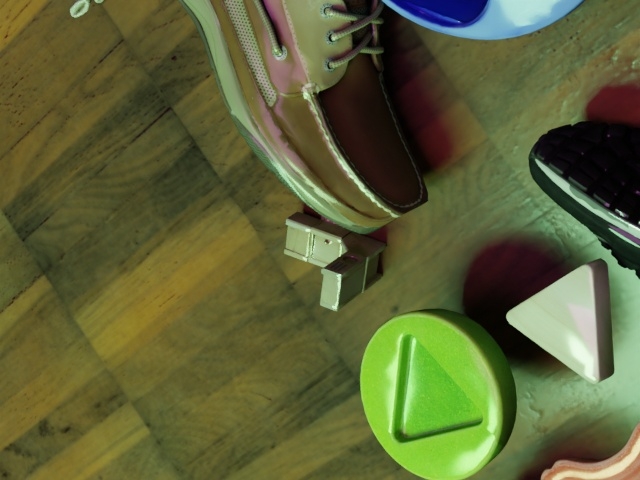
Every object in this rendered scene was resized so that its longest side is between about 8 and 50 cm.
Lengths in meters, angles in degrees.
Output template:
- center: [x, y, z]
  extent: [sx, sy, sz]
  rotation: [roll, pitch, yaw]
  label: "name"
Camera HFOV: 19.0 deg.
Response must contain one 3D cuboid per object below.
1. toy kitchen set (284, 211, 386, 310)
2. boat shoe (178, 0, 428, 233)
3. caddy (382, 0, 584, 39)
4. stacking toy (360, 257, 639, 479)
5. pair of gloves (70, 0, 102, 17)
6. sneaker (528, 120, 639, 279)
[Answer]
- center: [0.000, 0.000, 1.520]
  extent: [0.083, 0.075, 0.068]
  rotation: [20, 119, 24]
  label: "toy kitchen set"
- center: [-0.016, -0.160, 1.434]
  extent: [0.120, 0.122, 0.324]
  rotation: [-33, 89, 37]
  label: "boat shoe"
- center: [0.090, -0.302, 1.251]
  extent: [0.241, 0.179, 0.341]
  rotation: [-21, 96, 40]
  label: "caddy"
- center: [0.187, 0.158, 1.431]
  extent: [0.309, 0.130, 0.279]
  rotation: [-22, 86, 41]
  label: "stacking toy"
- center: [-0.151, -0.302, 1.450]
  extent: [0.240, 0.042, 0.204]
  rotation: [-43, 43, 37]
  label: "pair of gloves"
- center: [0.256, 0.028, 1.328]
  extent: [0.283, 0.107, 0.124]
  rotation: [32, 132, 22]
  label: "sneaker"
